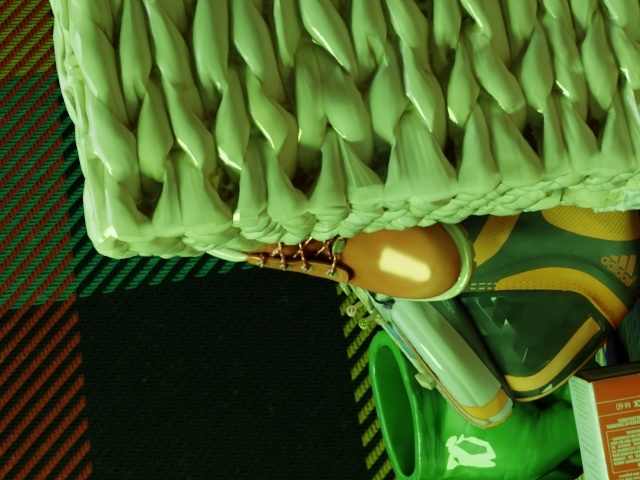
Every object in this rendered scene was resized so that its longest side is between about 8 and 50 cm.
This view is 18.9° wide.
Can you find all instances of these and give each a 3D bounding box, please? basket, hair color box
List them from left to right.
[{"bbox_3d":[0.020,-0.157,0.823,0.328,0.266,0.331,108,151,-89],"label":"basket"},{"bbox_3d":[0.180,0.154,1.065,0.093,0.053,0.167,178,83,-89],"label":"hair color box"}]

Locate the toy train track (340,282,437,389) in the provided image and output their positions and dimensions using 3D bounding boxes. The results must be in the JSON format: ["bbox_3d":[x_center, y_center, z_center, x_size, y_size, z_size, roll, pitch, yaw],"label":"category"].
[{"bbox_3d":[0.034,0.052,1.058,0.083,0.014,0.048,50,175,26],"label":"toy train track"}]

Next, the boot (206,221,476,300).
[{"bbox_3d":[0.000,0.000,0.998,0.084,0.158,0.059,-25,-51,-58],"label":"boot"}]

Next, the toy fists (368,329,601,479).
[{"bbox_3d":[0.133,0.157,1.197,0.096,0.142,0.279,113,145,-57],"label":"toy fists"}]

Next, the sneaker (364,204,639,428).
[{"bbox_3d":[0.065,-0.064,1.107,0.321,0.180,0.124,52,176,8],"label":"sneaker"}]
